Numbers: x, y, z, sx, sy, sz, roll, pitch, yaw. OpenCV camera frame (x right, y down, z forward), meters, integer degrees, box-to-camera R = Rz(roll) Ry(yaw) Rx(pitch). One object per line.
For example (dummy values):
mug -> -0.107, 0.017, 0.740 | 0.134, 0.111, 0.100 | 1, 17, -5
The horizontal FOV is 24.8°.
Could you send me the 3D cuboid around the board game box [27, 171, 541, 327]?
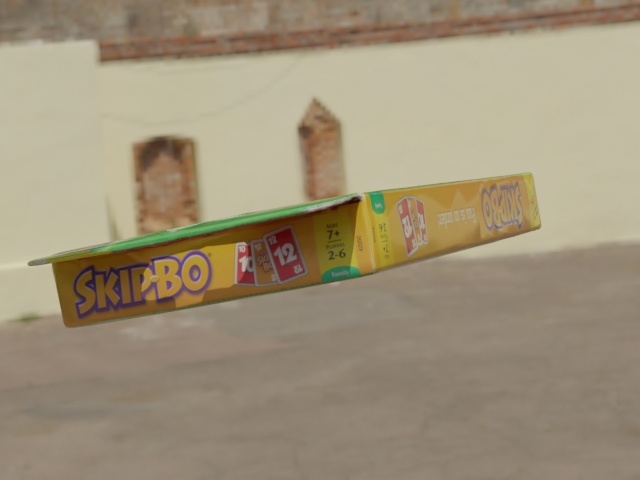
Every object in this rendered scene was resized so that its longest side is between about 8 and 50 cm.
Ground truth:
board game box -> 0.000, 0.000, 0.598 | 0.124, 0.039, 0.259 | -11, -3, 23
